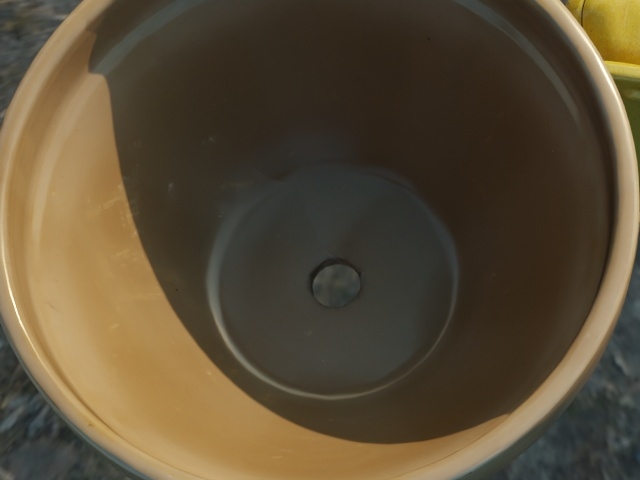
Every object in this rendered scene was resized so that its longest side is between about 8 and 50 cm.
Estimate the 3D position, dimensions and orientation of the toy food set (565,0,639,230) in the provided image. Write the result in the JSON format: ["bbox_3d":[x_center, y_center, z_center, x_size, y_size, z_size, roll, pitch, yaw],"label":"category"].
[{"bbox_3d":[0.148,-0.065,0.879,0.128,0.218,0.071,1,74,31],"label":"toy food set"}]

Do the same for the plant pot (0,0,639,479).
[{"bbox_3d":[0.000,0.000,0.760,0.237,0.110,0.237,-2,71,6],"label":"plant pot"}]
